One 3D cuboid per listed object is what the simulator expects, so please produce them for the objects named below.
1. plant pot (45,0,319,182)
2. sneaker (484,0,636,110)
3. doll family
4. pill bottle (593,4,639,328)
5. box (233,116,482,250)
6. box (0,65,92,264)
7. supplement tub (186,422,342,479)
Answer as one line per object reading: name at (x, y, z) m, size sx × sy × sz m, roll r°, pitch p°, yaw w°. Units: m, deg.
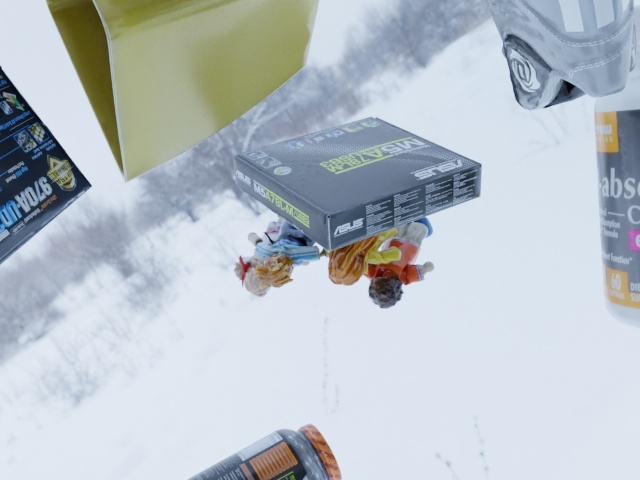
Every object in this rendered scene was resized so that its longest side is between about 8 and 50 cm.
plant pot at (-0.115, -0.211, 0.729) m, size 0.187 × 0.212 × 0.212 m, roll -21°, pitch -21°, yaw -17°
sneaker at (0.098, -0.137, 0.464) m, size 0.086 × 0.132 × 0.229 m, roll -20°, pitch 33°, yaw 6°
doll family at (0.000, 0.000, 1.050) m, size 0.263 × 0.118 × 0.163 m, roll 2°, pitch 42°, yaw 27°
pill bottle at (0.327, -0.068, 0.792) m, size 0.162 × 0.278 × 0.162 m, roll -6°, pitch 7°, yaw 1°
box at (0.035, -0.067, 0.921) m, size 0.190 × 0.045 × 0.184 m, roll -19°, pitch 30°, yaw -27°
box at (-0.259, -0.061, 0.592) m, size 0.051 × 0.175 × 0.220 m, roll -31°, pitch 15°, yaw 18°
supplement tub at (-0.074, 0.325, 1.174) m, size 0.190 × 0.117 × 0.117 m, roll -25°, pitch 4°, yaw -18°
